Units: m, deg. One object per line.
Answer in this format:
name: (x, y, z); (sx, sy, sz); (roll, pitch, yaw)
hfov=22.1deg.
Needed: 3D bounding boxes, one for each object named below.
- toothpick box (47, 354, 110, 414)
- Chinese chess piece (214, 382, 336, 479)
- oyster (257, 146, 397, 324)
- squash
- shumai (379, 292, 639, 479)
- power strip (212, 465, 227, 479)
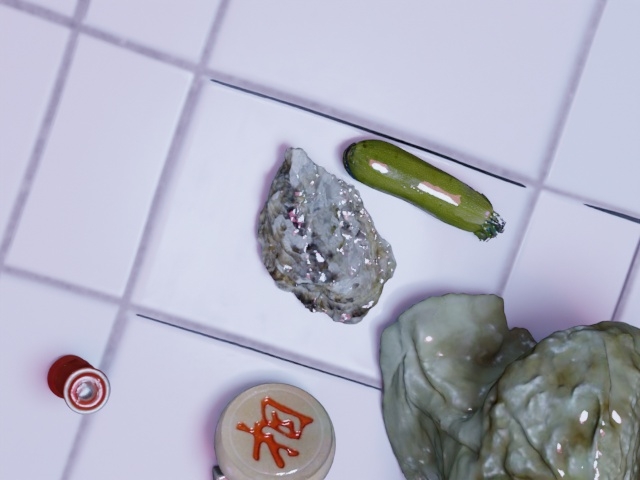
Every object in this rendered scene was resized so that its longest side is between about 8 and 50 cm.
toothpick box: (-0.237, 0.139, 1.593); (0.047, 0.083, 0.047); (-3, 97, -21)
Chinese chess piece: (-0.045, 0.201, 1.627); (0.122, 0.051, 0.122); (4, 60, -7)
oyster: (0.000, 0.000, 1.632); (0.177, 0.064, 0.125); (44, 84, -14)
squash: (0.106, -0.053, 1.648); (0.183, 0.052, 0.052); (26, 92, -11)
shumai: (0.174, 0.218, 1.606); (0.289, 0.292, 0.330); (10, 85, 20)
power strip: (-0.063, 0.300, 1.668); (0.075, 0.042, 0.175); (-10, 99, -10)
